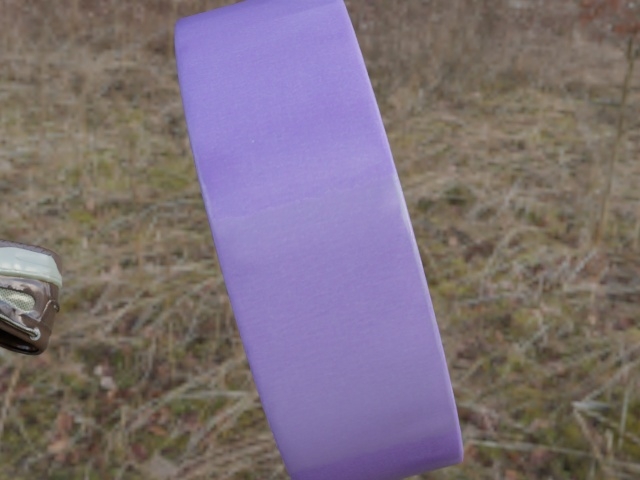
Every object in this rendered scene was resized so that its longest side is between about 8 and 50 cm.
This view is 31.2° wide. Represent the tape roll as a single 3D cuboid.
[{"bbox_3d":[0.000,0.000,0.638,0.090,0.274,0.275,-15,16,0],"label":"tape roll"}]

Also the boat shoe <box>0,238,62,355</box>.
[{"bbox_3d":[-0.313,0.040,0.846,0.257,0.095,0.095,9,-21,-31],"label":"boat shoe"}]
